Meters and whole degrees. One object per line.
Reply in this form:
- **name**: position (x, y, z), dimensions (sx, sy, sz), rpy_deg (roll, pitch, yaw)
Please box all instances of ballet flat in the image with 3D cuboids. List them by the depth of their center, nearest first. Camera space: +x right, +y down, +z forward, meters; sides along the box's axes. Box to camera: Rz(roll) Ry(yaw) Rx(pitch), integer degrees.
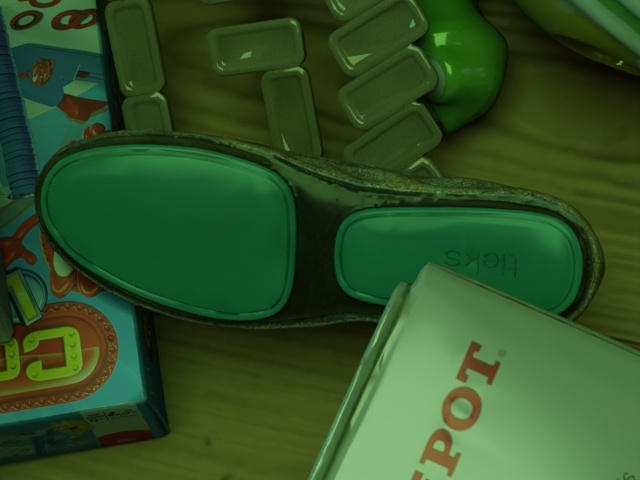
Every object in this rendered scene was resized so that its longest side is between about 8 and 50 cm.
- **ballet flat**: position (0.000, 0.000, 1.015), dimensions (0.316, 0.106, 0.107), rpy_deg (11, 99, 8)

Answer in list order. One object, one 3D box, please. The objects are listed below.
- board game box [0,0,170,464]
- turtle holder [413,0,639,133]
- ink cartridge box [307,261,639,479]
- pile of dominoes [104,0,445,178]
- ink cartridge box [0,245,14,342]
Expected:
- **board game box**: position (-0.265, -0.010, 1.090), dimensions (0.308, 0.086, 0.301), rpy_deg (-10, 70, 0)
- **turtle holder**: position (0.176, -0.201, 1.026), dimensions (0.320, 0.243, 0.227), rpy_deg (-20, 70, 0)
- **ink cartridge box**: position (0.160, 0.226, 0.853), dimensions (0.395, 0.166, 0.285), rpy_deg (25, 74, 4)
- **pile of dominoes**: position (-0.025, -0.110, 1.082), dimensions (0.196, 0.040, 0.251), rpy_deg (-7, 99, 15)
- **ink cartridge box**: position (-0.278, -0.056, 0.970), dimensions (0.171, 0.168, 0.232), rpy_deg (-14, 71, -3)
